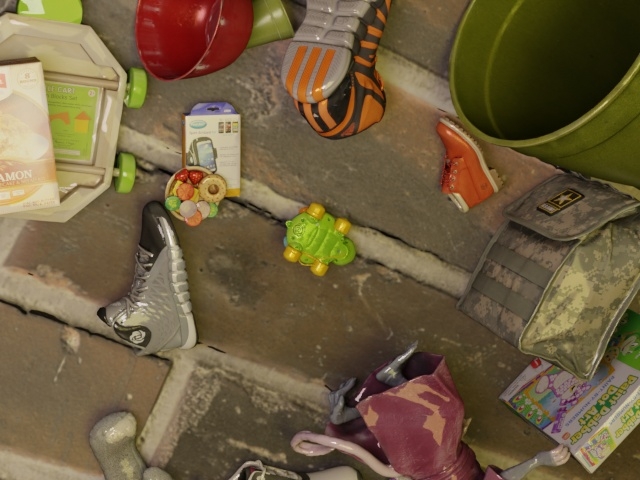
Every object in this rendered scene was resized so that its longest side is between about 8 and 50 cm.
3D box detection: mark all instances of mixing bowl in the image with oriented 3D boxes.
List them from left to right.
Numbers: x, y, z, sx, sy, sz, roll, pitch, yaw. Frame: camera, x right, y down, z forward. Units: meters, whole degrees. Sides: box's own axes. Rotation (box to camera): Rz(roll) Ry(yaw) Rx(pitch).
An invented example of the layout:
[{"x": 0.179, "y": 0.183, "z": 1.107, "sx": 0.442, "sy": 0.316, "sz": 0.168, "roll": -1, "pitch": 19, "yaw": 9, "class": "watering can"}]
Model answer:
[{"x": -0.154, "y": -0.294, "z": 1.612, "sx": 0.098, "sy": 0.181, "sz": 0.181, "roll": 6, "pitch": 104, "yaw": -45, "class": "mixing bowl"}]

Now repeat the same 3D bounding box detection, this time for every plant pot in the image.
[{"x": -0.086, "y": -0.301, "z": 1.678, "sx": 0.079, "sy": 0.083, "sz": 0.083, "roll": -23, "pitch": 112, "yaw": 0, "class": "plant pot"}, {"x": 0.440, "y": -0.237, "z": 1.773, "sx": 0.353, "sy": 0.366, "sz": 0.366, "roll": 26, "pitch": 94, "yaw": -37, "class": "plant pot"}]

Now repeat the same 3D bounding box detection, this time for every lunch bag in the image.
[{"x": 0.366, "y": 0.034, "z": 1.853, "sx": 0.169, "sy": 0.235, "sz": 0.287, "roll": 26, "pitch": 94, "yaw": -22, "class": "lunch bag"}]

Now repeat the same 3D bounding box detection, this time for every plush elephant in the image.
[{"x": -0.287, "y": 0.465, "z": 1.709, "sx": 0.272, "sy": 0.255, "sz": 0.330, "roll": -33, "pitch": 114, "yaw": -10, "class": "plush elephant"}]

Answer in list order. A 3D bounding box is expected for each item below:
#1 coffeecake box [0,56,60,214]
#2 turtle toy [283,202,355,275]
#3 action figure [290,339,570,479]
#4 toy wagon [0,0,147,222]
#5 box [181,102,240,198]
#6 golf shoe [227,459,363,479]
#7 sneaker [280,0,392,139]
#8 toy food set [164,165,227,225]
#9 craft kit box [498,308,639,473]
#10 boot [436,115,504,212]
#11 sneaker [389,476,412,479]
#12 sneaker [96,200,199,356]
[{"x": -0.412, "y": -0.128, "z": 1.523, "sx": 0.142, "sy": 0.068, "sz": 0.186, "roll": -10, "pitch": 107, "yaw": -18, "class": "coffeecake box"}, {"x": 0.000, "y": 0.000, "z": 1.795, "sx": 0.130, "sy": 0.066, "sz": 0.095, "roll": 29, "pitch": 93, "yaw": -26, "class": "turtle toy"}, {"x": 0.186, "y": 0.346, "z": 1.840, "sx": 0.275, "sy": 0.248, "sz": 0.370, "roll": -40, "pitch": 97, "yaw": -26, "class": "action figure"}, {"x": -0.366, "y": -0.198, "z": 1.598, "sx": 0.267, "sy": 0.068, "sz": 0.344, "roll": 5, "pitch": 102, "yaw": -23, "class": "toy wagon"}, {"x": -0.155, "y": -0.128, "z": 1.721, "sx": 0.081, "sy": 0.028, "sz": 0.136, "roll": -4, "pitch": 104, "yaw": -19, "class": "box"}, {"x": -0.062, "y": 0.391, "z": 1.864, "sx": 0.272, "sy": 0.105, "sz": 0.120, "roll": -19, "pitch": 103, "yaw": -16, "class": "golf shoe"}, {"x": 0.045, "y": -0.286, "z": 1.713, "sx": 0.321, "sy": 0.124, "sz": 0.180, "roll": -64, "pitch": 153, "yaw": -19, "class": "sneaker"}, {"x": -0.177, "y": -0.063, "z": 1.705, "sx": 0.083, "sy": 0.020, "sz": 0.083, "roll": 24, "pitch": 96, "yaw": -25, "class": "toy food set"}, {"x": 0.435, "y": 0.219, "z": 1.927, "sx": 0.250, "sy": 0.246, "sz": 0.061, "roll": -46, "pitch": 116, "yaw": -5, "class": "craft kit box"}, {"x": 0.209, "y": -0.114, "z": 1.852, "sx": 0.084, "sy": 0.059, "sz": 0.158, "roll": -38, "pitch": 116, "yaw": -2, "class": "boot"}, {"x": 0.163, "y": 0.385, "z": 1.983, "sx": 0.098, "sy": 0.038, "sz": 0.069, "roll": 16, "pitch": 99, "yaw": -25, "class": "sneaker"}, {"x": -0.254, "y": 0.065, "z": 1.707, "sx": 0.132, "sy": 0.086, "sz": 0.229, "roll": -15, "pitch": 111, "yaw": -14, "class": "sneaker"}]
